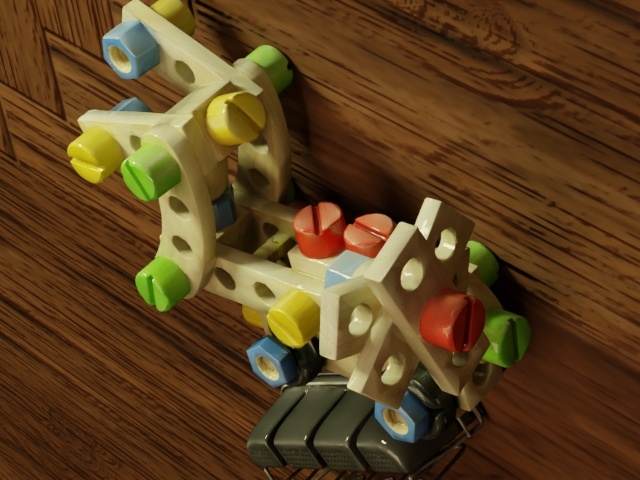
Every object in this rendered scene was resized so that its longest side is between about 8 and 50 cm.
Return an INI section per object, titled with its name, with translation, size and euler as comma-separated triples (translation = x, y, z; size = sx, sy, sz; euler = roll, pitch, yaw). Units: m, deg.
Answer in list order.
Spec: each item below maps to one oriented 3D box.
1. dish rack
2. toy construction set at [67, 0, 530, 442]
[dish rack]
translation = 0.073, 0.213, 1.214
size = 0.271, 0.074, 0.208
euler = 57, 152, -15
[toy construction set]
translation = 0.000, 0.000, 1.010
size = 0.327, 0.151, 0.215
euler = 34, 148, 48
